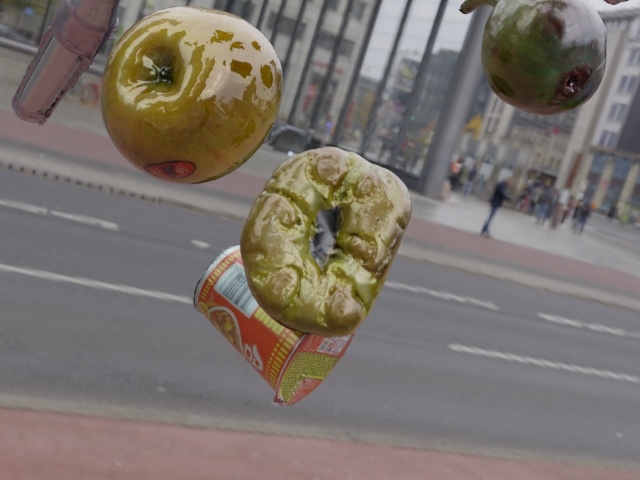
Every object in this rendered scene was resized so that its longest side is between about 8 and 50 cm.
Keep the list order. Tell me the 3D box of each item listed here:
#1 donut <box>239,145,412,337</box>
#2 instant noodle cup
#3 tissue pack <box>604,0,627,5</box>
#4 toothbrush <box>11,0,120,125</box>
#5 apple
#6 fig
[{"bbox_3d":[0.000,0.000,1.243,0.208,0.261,0.128,29,-16,-2],"label":"donut"},{"bbox_3d":[-0.080,0.118,1.397,0.212,0.193,0.193,35,15,24],"label":"instant noodle cup"},{"bbox_3d":[0.220,-0.265,0.735,0.060,0.108,0.148,-18,-16,36],"label":"tissue pack"},{"bbox_3d":[-0.096,-0.091,0.373,0.024,0.029,0.354,40,-18,-17],"label":"toothbrush"},{"bbox_3d":[-0.130,-0.145,0.895,0.182,0.182,0.155,21,-2,24],"label":"apple"},{"bbox_3d":[0.227,-0.244,1.038,0.149,0.149,0.245,12,32,-33],"label":"fig"}]
